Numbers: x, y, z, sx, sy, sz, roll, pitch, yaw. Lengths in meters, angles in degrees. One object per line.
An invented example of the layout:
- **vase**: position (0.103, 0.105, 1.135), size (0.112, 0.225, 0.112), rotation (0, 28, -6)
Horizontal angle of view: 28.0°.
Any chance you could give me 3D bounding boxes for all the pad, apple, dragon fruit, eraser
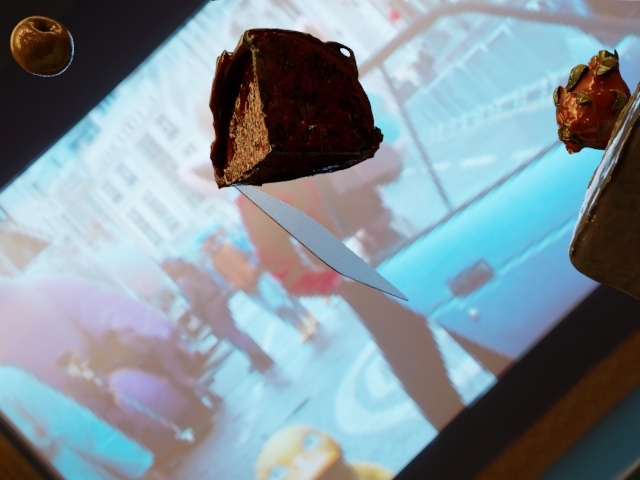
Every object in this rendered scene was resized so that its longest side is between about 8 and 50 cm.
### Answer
- **pad**: position (0.000, 0.000, 1.387), size (0.002, 0.176, 0.266), rotation (-52, -22, 6)
- **apple**: position (-0.369, -0.255, 1.701), size (0.084, 0.084, 0.071), rotation (-40, -21, -53)
- **dragon fruit**: position (-0.033, -0.116, 1.201), size (0.127, 0.121, 0.161), rotation (1, -15, -27)
- **dragon fruit**: position (0.278, -0.142, 1.302), size (0.086, 0.081, 0.116), rotation (114, 175, -49)
- **eraser**: position (0.302, -0.122, 0.942), size (0.077, 0.111, 0.353), rotation (-70, 4, -75)
